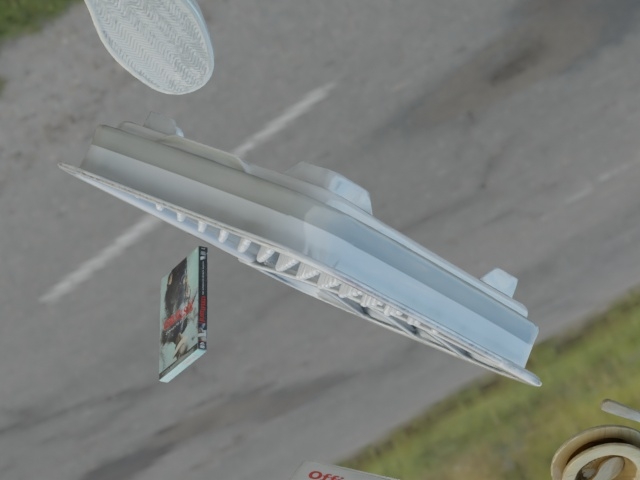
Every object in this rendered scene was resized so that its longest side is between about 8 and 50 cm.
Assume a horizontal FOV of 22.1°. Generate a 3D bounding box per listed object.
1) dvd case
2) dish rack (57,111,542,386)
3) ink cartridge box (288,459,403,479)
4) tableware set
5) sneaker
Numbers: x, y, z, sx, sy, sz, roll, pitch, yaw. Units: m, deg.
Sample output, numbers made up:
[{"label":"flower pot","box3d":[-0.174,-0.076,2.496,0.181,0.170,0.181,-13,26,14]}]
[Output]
[{"label":"dvd case","box3d":[-0.141,0.076,1.685,0.013,0.119,0.087,15,147,-29]},{"label":"dish rack","box3d":[0.000,0.000,1.205,0.333,0.285,0.072,28,85,-48]},{"label":"ink cartridge box","box3d":[0.008,0.312,1.547,0.148,0.086,0.203,10,-145,26]},{"label":"tableware set","box3d":[0.280,0.209,1.364,0.194,0.039,0.128,19,124,-22]},{"label":"sneaker","box3d":[-0.191,-0.293,1.618,0.108,0.169,0.292,-19,132,18]}]
